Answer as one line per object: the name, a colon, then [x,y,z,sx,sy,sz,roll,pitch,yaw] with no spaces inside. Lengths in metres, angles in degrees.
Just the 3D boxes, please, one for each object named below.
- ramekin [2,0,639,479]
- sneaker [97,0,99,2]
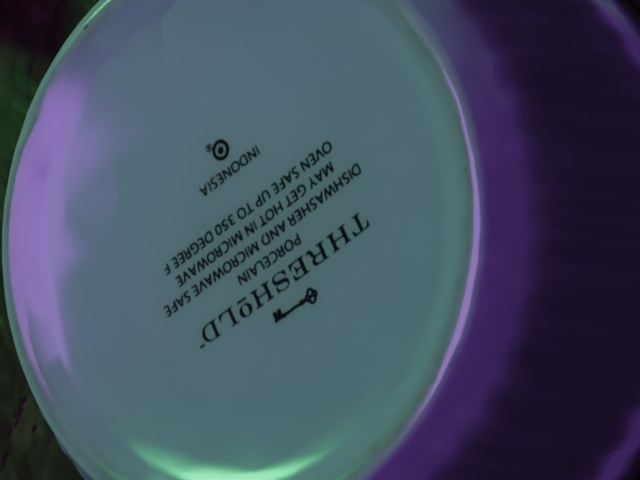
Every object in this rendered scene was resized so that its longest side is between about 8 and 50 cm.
ramekin: [0.000,0.000,0.729,0.273,0.127,0.272,-4,83,35]
sneaker: [-0.088,-0.128,0.864,0.037,0.032,0.083,-1,80,48]
